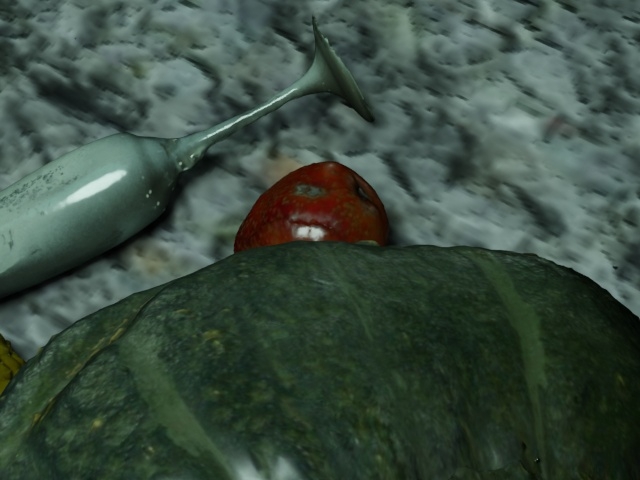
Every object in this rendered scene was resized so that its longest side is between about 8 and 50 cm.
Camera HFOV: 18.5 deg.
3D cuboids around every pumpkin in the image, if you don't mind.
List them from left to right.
[{"bbox_3d":[0.009,0.151,0.829,0.328,0.291,0.257,-11,32,-10],"label":"pumpkin"}]

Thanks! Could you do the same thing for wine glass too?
[{"bbox_3d":[-0.100,-0.039,1.128,0.262,0.074,0.074,-28,56,4],"label":"wine glass"}]

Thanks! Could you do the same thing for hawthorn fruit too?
[{"bbox_3d":[0.000,0.000,1.068,0.093,0.093,0.093,-8,59,14],"label":"hawthorn fruit"}]

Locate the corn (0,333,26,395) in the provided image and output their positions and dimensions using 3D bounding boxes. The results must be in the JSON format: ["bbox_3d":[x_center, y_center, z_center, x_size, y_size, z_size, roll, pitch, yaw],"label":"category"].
[{"bbox_3d":[-0.163,0.147,1.016,0.119,0.119,0.322,-35,53,-2],"label":"corn"}]
